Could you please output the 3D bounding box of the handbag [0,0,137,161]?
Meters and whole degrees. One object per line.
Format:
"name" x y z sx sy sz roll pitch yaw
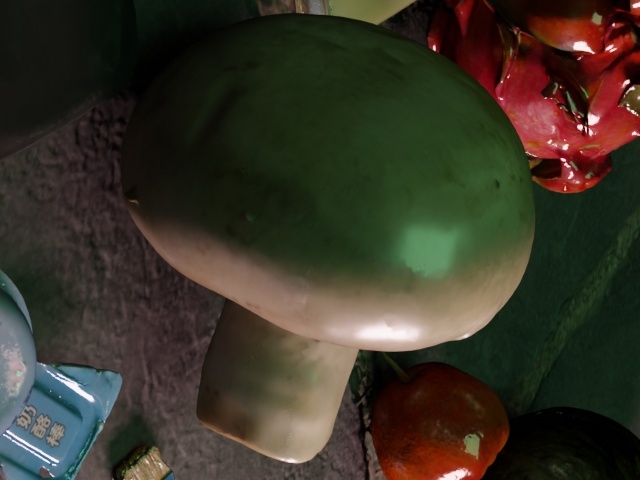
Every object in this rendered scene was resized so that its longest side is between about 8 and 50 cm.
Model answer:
"handbag" -0.198 -0.216 0.859 0.192 0.075 0.332 -37 127 -42

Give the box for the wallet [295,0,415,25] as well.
"wallet" 0.038 -0.226 1.198 0.155 0.039 0.110 -37 132 -40

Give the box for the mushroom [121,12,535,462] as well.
"mushroom" 0.000 0.000 1.054 0.292 0.292 0.290 -25 140 -46

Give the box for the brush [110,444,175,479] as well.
"brush" -0.122 0.226 1.156 0.051 0.014 0.164 -40 131 -36

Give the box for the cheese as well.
"cheese" -0.217 0.091 0.955 0.135 0.052 0.244 -62 142 -15

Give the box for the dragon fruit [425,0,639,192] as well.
"dragon fruit" 0.207 -0.165 1.257 0.307 0.243 0.227 52 41 -74

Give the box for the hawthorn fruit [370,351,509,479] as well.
"hawthorn fruit" 0.105 0.164 1.346 0.125 0.125 0.140 -31 127 -44

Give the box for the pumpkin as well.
"pumpkin" 0.233 0.323 1.505 0.320 0.192 0.320 -21 117 -50
